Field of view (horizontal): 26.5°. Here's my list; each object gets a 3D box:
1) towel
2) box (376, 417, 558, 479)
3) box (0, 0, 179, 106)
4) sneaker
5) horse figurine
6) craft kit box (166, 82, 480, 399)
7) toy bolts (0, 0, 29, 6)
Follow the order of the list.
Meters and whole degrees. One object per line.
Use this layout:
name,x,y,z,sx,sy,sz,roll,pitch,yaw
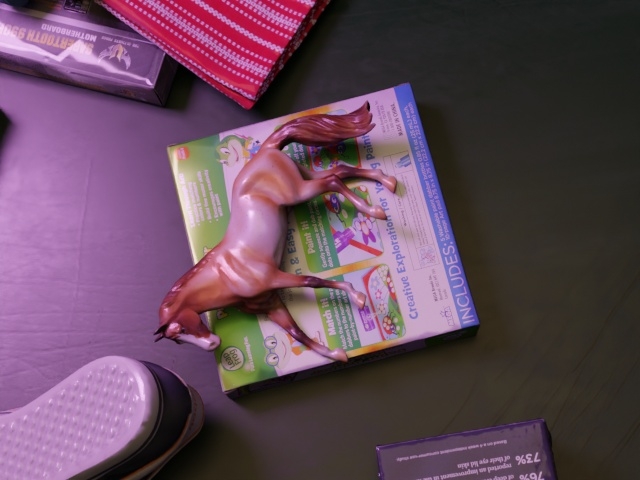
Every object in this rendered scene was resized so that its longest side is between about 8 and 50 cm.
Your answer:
towel,-0.072,-0.291,1.342,0.199,0.031,0.275,35,74,-6
box,0.138,0.272,1.185,0.153,0.108,0.207,-9,76,1
box,-0.243,-0.251,1.371,0.231,0.056,0.183,13,77,7
sneaker,-0.247,0.203,1.232,0.321,0.127,0.126,-23,67,23
horse figurine,-0.031,-0.008,1.238,0.174,0.066,0.263,16,80,2
craft kit box,0.000,0.000,1.293,0.246,0.061,0.250,-13,75,-2
toy bolts,-0.306,-0.342,1.307,0.158,0.218,0.229,-3,108,16
